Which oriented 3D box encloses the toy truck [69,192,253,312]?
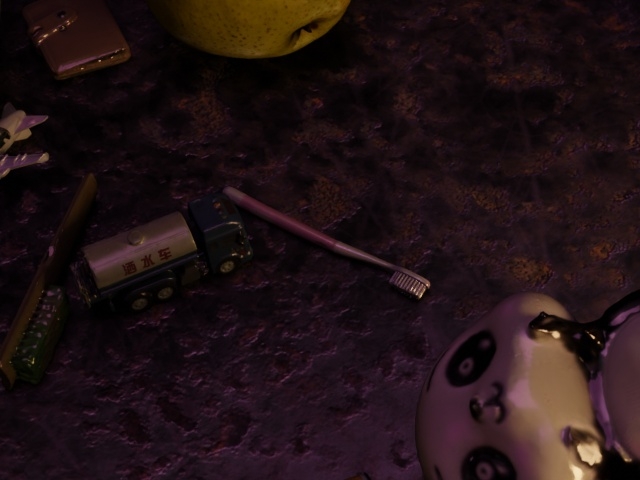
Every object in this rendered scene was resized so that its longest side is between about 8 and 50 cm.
[{"bbox_3d":[-0.182,0.013,1.682,0.201,0.088,0.074,-22,50,-10],"label":"toy truck"}]

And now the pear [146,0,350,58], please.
[{"bbox_3d":[-0.091,-0.365,1.863,0.294,0.294,0.294,-4,51,5],"label":"pear"}]

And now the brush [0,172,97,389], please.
[{"bbox_3d":[-0.299,0.043,1.697,0.048,0.054,0.282,12,54,6],"label":"brush"}]

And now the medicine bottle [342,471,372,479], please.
[{"bbox_3d":[-0.142,0.328,1.410,0.426,0.108,0.108,-19,51,-7],"label":"medicine bottle"}]

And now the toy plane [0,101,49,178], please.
[{"bbox_3d":[-0.416,-0.105,1.829,0.162,0.066,0.171,20,51,36],"label":"toy plane"}]

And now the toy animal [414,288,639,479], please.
[{"bbox_3d":[0.245,0.174,1.416,0.309,0.251,0.251,-9,50,15],"label":"toy animal"}]

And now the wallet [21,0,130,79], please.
[{"bbox_3d":[-0.325,-0.277,1.968,0.118,0.039,0.153,-22,53,-12],"label":"wallet"}]

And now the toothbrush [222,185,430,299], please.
[{"bbox_3d":[0.000,0.000,1.711,0.286,0.020,0.025,26,66,25],"label":"toothbrush"}]
